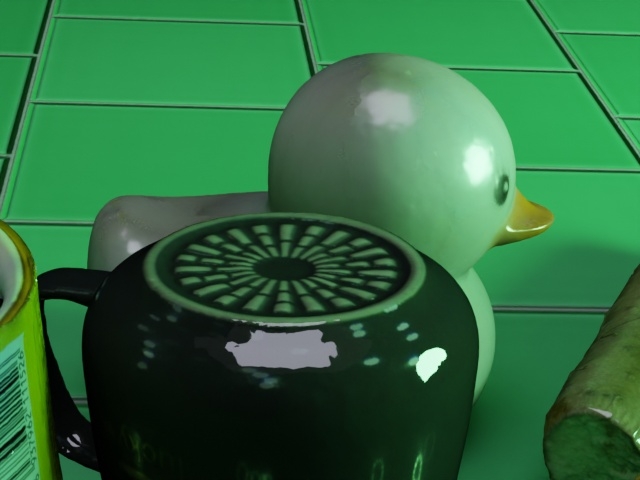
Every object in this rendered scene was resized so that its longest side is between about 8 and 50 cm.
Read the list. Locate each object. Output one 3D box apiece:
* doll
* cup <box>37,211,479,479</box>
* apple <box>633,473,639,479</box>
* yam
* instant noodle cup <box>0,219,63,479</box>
[{"bbox_3d":[0.000,0.000,0.879,0.251,0.221,0.221,3,24,-1],"label":"doll"},{"bbox_3d":[-0.040,0.082,0.728,0.223,0.176,0.169,12,27,25],"label":"cup"},{"bbox_3d":[0.186,0.167,0.455,0.233,0.286,0.286,3,23,-21],"label":"apple"},{"bbox_3d":[0.212,0.047,0.960,0.083,0.083,0.371,14,25,23],"label":"yam"},{"bbox_3d":[-0.214,0.101,0.635,0.264,0.200,0.264,3,26,-1],"label":"instant noodle cup"}]
